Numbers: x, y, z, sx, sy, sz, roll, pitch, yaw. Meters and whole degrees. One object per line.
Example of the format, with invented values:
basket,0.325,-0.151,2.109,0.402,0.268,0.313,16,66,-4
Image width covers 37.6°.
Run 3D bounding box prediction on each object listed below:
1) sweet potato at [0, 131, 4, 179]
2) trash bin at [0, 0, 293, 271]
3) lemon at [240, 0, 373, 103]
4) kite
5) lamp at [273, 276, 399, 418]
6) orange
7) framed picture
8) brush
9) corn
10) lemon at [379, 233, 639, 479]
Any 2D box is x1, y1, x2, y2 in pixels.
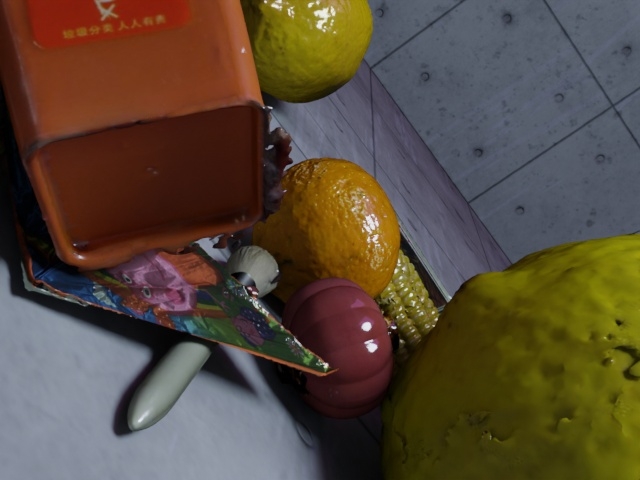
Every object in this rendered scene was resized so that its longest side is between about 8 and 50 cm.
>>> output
sweet potato,-0.232,-0.151,0.475,0.108,0.079,0.346,75,-10,-52
trash bin,-0.111,-0.111,0.518,0.184,0.161,0.239,97,-23,-61
lemon,-0.027,-0.273,1.209,0.188,0.188,0.256,58,19,9
kite,-0.114,-0.007,0.573,0.321,0.016,0.234,45,18,-3
lamp,0.012,0.081,0.705,0.107,0.092,0.108,165,-90,-75
orange,0.002,0.001,0.793,0.135,0.135,0.117,53,52,-10
framed picture,0.126,0.028,1.385,0.216,0.016,0.273,58,14,8
brush,-0.068,0.056,0.613,0.042,0.039,0.299,54,15,-8
corn,0.100,0.129,0.911,0.292,0.101,0.101,59,14,-1
lemon,0.228,0.178,0.711,0.387,0.350,0.350,50,14,-5
